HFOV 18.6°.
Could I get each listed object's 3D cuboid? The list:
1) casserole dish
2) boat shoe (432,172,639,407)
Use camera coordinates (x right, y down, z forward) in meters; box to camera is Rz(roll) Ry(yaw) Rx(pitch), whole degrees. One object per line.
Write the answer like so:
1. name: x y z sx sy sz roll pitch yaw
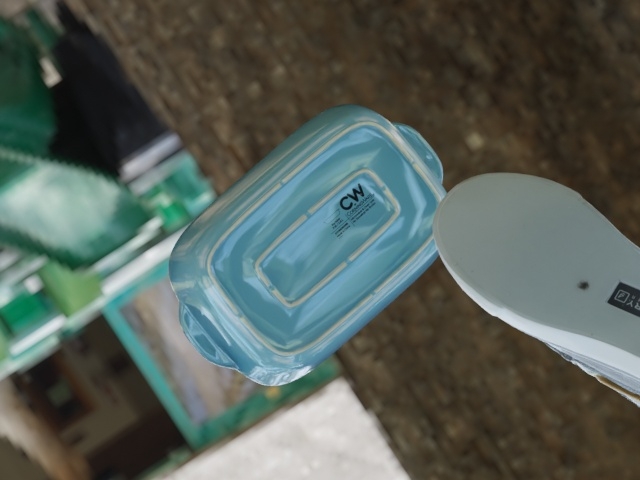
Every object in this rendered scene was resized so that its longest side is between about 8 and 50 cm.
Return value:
1. casserole dish: 0.000 0.000 1.133 0.188 0.114 0.037 -41 -174 -16
2. boat shoe: 0.130 0.039 0.844 0.065 0.183 0.083 -51 148 -15
